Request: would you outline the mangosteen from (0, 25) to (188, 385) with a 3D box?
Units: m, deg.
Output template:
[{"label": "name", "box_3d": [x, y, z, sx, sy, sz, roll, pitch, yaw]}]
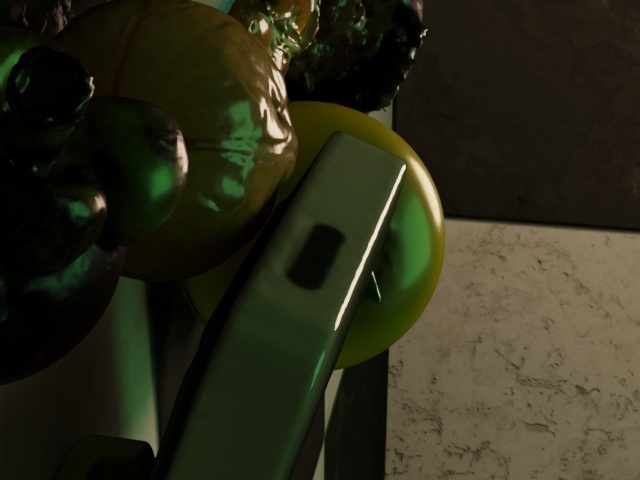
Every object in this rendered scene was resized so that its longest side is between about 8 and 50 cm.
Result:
[{"label": "mangosteen", "box_3d": [-0.153, -0.014, 0.608, 0.172, 0.184, 0.173, -11, 90, -73]}]

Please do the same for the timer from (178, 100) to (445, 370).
[{"label": "timer", "box_3d": [0.000, 0.000, 1.212, 0.285, 0.285, 0.285, 5, 90, -81]}]

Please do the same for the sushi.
[{"label": "sushi", "box_3d": [-0.009, -0.251, 1.474, 0.225, 0.218, 0.238, -53, -143, 24]}]

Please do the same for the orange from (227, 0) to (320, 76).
[{"label": "orange", "box_3d": [-0.072, -0.217, 1.285, 0.170, 0.112, 0.160, -22, 130, -49]}]

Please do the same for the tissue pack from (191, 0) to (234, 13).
[{"label": "tissue pack", "box_3d": [-0.097, -0.276, 0.897, 0.201, 0.124, 0.271, -63, 170, -1]}]

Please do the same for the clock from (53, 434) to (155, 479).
[{"label": "clock", "box_3d": [-0.174, 0.278, 0.999, 0.232, 0.069, 0.170, -76, 168, -45]}]

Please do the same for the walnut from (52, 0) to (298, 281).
[{"label": "walnut", "box_3d": [-0.107, -0.070, 0.894, 0.226, 0.193, 0.193, -48, 142, -73]}]

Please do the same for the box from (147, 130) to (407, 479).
[{"label": "box", "box_3d": [-0.054, 0.136, 0.949, 0.367, 0.090, 0.373, -61, 174, -64]}]
